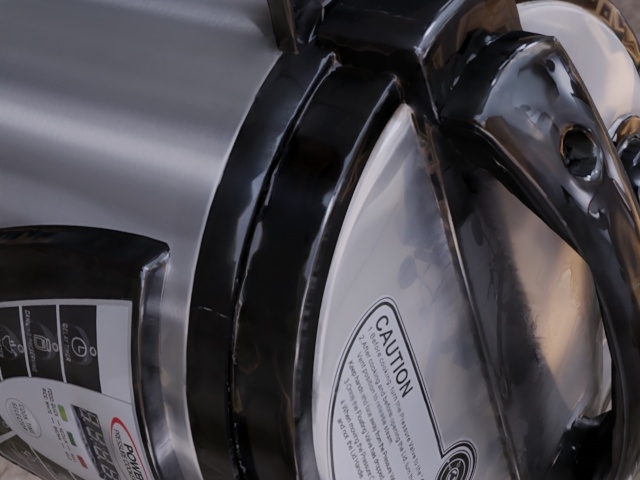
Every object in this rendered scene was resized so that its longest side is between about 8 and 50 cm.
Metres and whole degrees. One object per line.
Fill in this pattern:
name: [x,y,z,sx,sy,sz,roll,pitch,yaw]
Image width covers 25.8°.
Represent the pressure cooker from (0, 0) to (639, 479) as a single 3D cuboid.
pressure cooker: [0.003,-0.005,0.808,0.370,0.420,0.375,13,94,-53]
